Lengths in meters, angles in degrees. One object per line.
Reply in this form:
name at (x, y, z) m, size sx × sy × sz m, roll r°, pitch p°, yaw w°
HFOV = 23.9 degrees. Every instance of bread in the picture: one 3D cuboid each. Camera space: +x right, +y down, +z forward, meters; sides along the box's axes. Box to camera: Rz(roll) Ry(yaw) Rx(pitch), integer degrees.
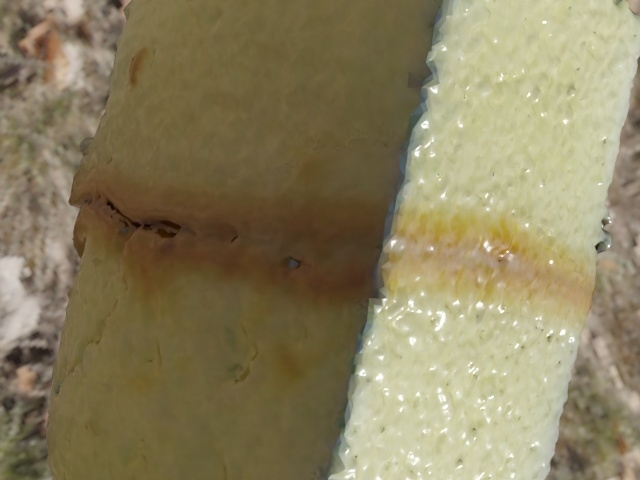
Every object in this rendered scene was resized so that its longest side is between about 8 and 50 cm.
bread at (0.000, 0.000, 0.582) m, size 0.135 × 0.178 × 0.240 m, roll 18°, pitch 83°, yaw -49°
